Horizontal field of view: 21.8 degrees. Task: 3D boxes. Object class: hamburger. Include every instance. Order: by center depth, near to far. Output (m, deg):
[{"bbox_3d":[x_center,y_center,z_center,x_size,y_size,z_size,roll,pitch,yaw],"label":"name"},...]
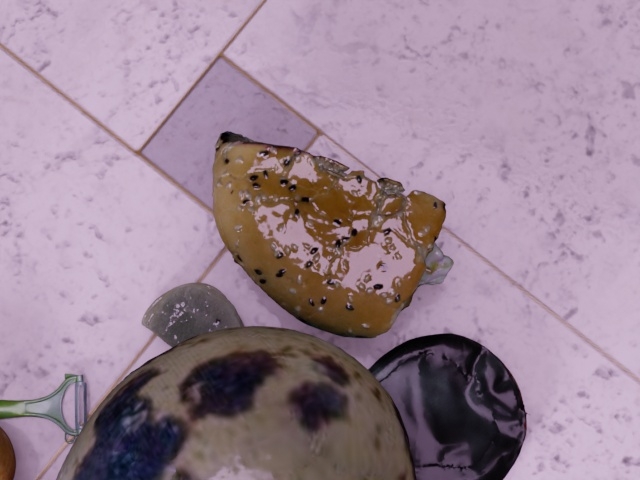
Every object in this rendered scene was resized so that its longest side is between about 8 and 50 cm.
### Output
[{"bbox_3d":[0.000,0.000,1.790,0.288,0.168,0.192,18,80,4],"label":"hamburger"},{"bbox_3d":[-0.133,0.092,1.841,0.121,0.054,0.084,35,85,15],"label":"hamburger"}]

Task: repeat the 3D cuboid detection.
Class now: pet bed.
[{"bbox_3d":[0.129,0.196,1.812,0.201,0.053,0.201,-1,81,3],"label":"pet bed"}]

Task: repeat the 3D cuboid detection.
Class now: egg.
[{"bbox_3d":[-0.099,0.284,1.662,0.428,0.345,0.345,-45,81,11],"label":"egg"}]

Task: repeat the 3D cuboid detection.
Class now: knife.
[{"bbox_3d":[-0.342,0.189,1.844,0.166,0.022,0.078,-3,74,0],"label":"knife"}]

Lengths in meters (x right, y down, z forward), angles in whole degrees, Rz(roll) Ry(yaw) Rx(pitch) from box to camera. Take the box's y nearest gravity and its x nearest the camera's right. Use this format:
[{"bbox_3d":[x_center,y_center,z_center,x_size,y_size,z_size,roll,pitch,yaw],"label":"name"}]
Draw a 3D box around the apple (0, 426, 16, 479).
[{"bbox_3d":[-0.392,0.243,1.787,0.126,0.126,0.102,-14,60,0],"label":"apple"}]
